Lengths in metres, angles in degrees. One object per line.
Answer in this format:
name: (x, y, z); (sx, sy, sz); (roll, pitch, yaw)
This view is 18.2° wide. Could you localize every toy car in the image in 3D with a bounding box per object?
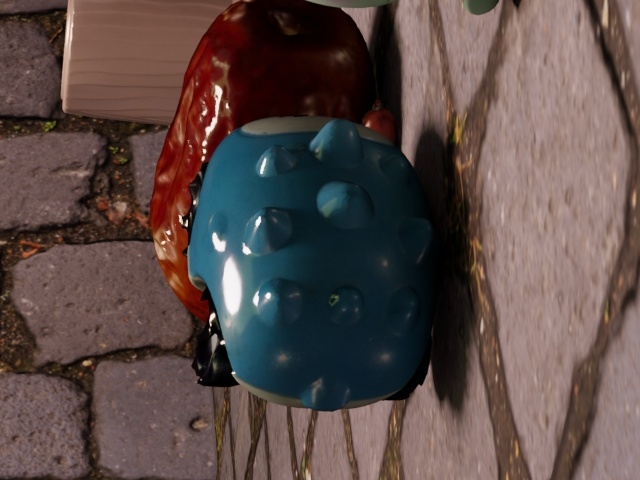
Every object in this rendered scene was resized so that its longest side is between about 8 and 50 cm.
toy car: (0.000, 0.000, 1.502); (0.190, 0.188, 0.255); (110, 162, -47)

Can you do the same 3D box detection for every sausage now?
sausage: (0.044, -0.006, 1.723); (0.034, 0.034, 0.253); (-104, 16, -59)

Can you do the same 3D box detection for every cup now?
cup: (-0.138, -0.223, 2.152); (0.288, 0.273, 0.208); (-148, 64, -82)

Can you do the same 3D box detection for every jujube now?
jujube: (-0.047, -0.066, 1.784); (0.223, 0.223, 0.318); (-100, 16, -49)

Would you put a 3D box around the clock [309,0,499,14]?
clock: (0.013, -0.214, 1.271); (0.066, 0.211, 0.159); (98, 170, -47)
